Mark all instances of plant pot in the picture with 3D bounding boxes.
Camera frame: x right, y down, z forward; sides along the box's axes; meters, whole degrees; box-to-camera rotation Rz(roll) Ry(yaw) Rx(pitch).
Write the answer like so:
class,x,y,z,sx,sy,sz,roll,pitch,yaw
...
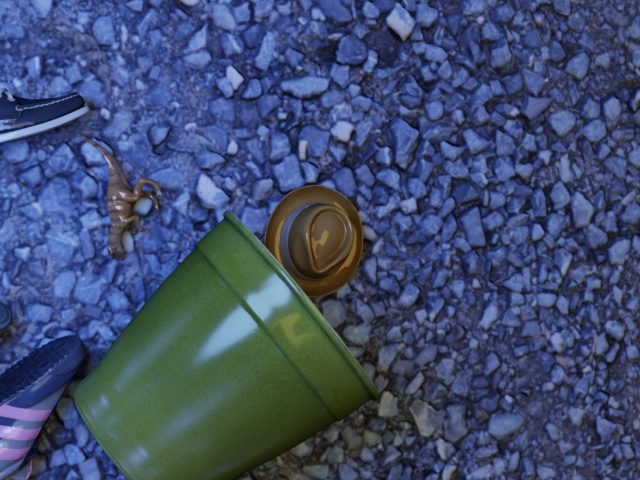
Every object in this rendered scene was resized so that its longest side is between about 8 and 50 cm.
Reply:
class,x,y,z,sx,sy,sz,roll,pitch,yaw
plant pot,-0.162,0.204,1.532,0.353,0.366,0.366,-39,100,-7

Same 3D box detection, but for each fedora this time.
class,x,y,z,sx,sy,sz,roll,pitch,yaw
fedora,0.000,0.000,1.725,0.194,0.079,0.194,1,86,-20

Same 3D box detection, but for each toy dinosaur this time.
class,x,y,z,sx,sy,sz,roll,pitch,yaw
toy dinosaur,-0.314,-0.076,1.622,0.112,0.064,0.211,-7,89,-20

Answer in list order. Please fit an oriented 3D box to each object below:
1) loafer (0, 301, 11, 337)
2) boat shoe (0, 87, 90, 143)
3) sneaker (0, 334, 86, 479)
class,x,y,z,sx,sy,sz,roll,pitch,yaw
loafer,-0.596,0.108,1.505,0.268,0.096,0.084,14,120,-17
boat shoe,-0.500,-0.182,1.534,0.303,0.114,0.091,-21,99,-21
sneaker,-0.457,0.282,1.534,0.319,0.112,0.131,-43,117,-14
